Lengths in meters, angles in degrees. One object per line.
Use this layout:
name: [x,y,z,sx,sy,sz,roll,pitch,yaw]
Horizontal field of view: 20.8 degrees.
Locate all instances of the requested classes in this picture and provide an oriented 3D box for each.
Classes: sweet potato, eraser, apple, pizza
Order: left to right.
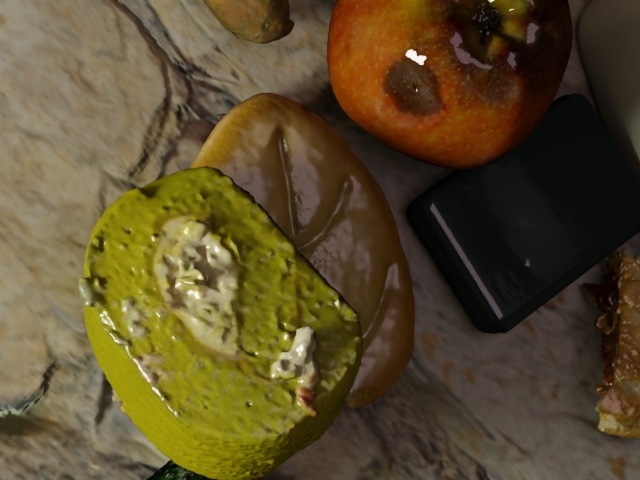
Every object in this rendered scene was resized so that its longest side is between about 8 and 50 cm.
sweet potato: [-0.119,-0.291,1.585,0.075,0.075,0.273,-39,96,-24]
apple: [0.124,-0.185,1.606,0.230,0.230,0.230,3,82,-25]
pizza: [0.315,0.103,1.743,0.154,0.069,0.194,-8,75,-21]
eraser: [0.426,-0.100,1.773,0.331,0.150,0.331,2,84,-25]

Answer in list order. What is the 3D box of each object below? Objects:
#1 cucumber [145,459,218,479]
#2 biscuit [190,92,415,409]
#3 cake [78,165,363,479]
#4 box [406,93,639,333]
cucumber: [-0.096,0.198,1.540,0.245,0.067,0.067,-44,102,-22]
biscuit: [0.004,-0.001,1.619,0.154,0.045,0.299,-38,101,-25]
cake: [-0.096,0.073,1.482,0.179,0.156,0.260,-38,77,-25]
box: [0.209,-0.027,1.712,0.230,0.050,0.160,-34,95,-24]
